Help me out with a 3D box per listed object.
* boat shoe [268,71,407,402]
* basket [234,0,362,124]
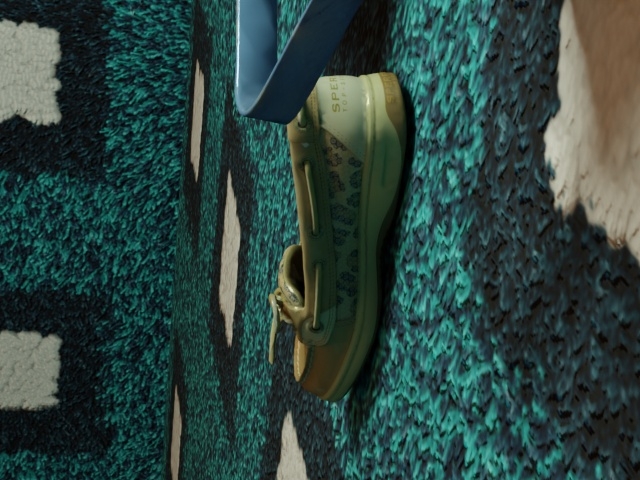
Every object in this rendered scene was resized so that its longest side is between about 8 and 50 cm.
[{"bbox_3d":[0.000,0.000,1.055,0.104,0.089,0.285,-104,19,-56],"label":"boat shoe"},{"bbox_3d":[0.016,-0.233,0.695,0.289,0.201,0.254,121,150,-50],"label":"basket"}]
